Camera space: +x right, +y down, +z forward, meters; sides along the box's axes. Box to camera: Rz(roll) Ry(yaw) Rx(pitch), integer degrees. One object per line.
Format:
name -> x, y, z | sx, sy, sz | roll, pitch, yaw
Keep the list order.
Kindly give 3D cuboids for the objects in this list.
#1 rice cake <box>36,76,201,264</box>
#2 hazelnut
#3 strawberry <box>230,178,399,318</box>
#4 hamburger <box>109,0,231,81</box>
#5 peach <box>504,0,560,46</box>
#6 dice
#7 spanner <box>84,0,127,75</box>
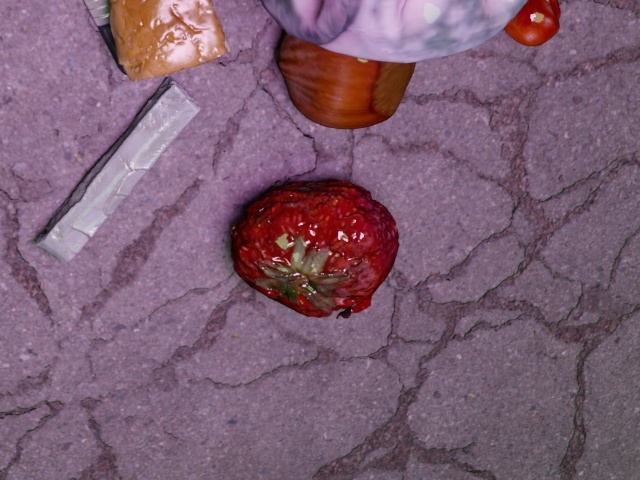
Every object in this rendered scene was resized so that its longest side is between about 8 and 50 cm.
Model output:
rice cake -> -0.313, -0.103, 1.548 | 0.066, 0.063, 0.336 | 37, 100, -23
hazelnut -> 0.044, -0.277, 1.537 | 0.186, 0.210, 0.210 | -37, 126, -28
strawberry -> 0.000, 0.000, 1.643 | 0.274, 0.220, 0.274 | 7, 142, 6
hamburger -> -0.223, -0.337, 1.410 | 0.155, 0.135, 0.207 | -22, 119, -23
peach -> 0.340, -0.371, 1.642 | 0.101, 0.100, 0.100 | -9, 118, -17
dice -> 0.093, -0.448, 1.320 | 0.348, 0.330, 0.328 | -20, 135, -30
spanner -> -0.336, -0.369, 1.428 | 0.087, 0.024, 0.315 | -27, 123, -5
